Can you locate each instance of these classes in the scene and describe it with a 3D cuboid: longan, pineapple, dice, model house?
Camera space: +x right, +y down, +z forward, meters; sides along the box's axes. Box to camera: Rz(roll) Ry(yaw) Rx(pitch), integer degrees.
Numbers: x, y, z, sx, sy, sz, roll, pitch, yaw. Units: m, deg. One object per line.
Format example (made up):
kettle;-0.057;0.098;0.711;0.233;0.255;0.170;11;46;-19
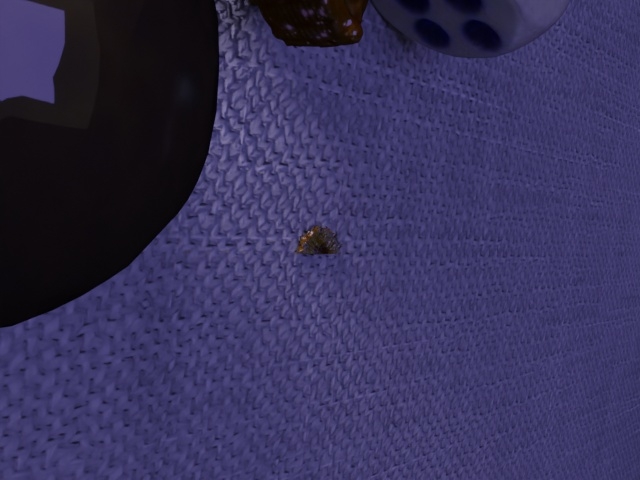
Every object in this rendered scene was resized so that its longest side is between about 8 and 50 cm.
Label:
longan;-0.256;-0.134;0.451;0.404;0.336;0.405;0;89;-10
pineapple;0.000;0.000;0.966;0.083;0.019;0.045;5;97;-44
dice;0.211;-0.434;0.939;0.259;0.243;0.251;43;67;-45
model house;-0.032;-0.329;0.723;0.219;0.199;0.229;-16;111;-52
